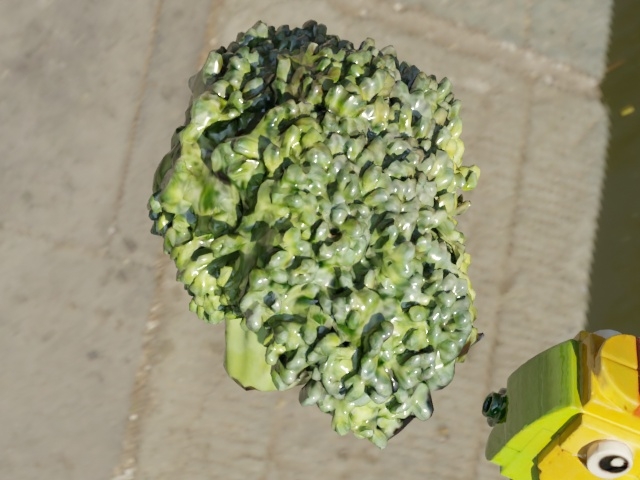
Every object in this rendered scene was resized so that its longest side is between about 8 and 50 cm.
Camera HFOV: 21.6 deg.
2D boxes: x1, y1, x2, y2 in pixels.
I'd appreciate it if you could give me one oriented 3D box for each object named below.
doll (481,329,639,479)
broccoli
[{"bbox_3d":[0.152,0.112,0.755,0.186,0.134,0.106,47,36,-33],"label":"doll"},{"bbox_3d":[0.000,0.000,0.386,0.097,0.092,0.095,24,42,21],"label":"broccoli"}]
